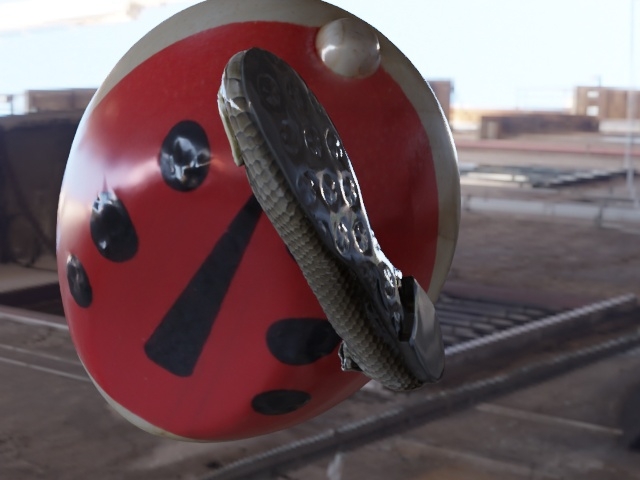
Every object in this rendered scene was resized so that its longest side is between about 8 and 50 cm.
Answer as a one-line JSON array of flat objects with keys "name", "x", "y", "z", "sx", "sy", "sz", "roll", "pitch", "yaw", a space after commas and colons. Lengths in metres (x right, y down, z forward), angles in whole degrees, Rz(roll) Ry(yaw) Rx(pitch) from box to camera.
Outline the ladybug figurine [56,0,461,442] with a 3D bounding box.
[{"name": "ladybug figurine", "x": -0.067, "y": 0.010, "z": 1.018, "sx": 0.162, "sy": 0.305, "sz": 0.449, "roll": -59, "pitch": -3, "yaw": -44}]

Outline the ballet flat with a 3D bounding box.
[{"name": "ballet flat", "x": 0.000, "y": 0.000, "z": 0.741, "sx": 0.250, "sy": 0.058, "sz": 0.084, "roll": 57, "pitch": -149, "yaw": -40}]
